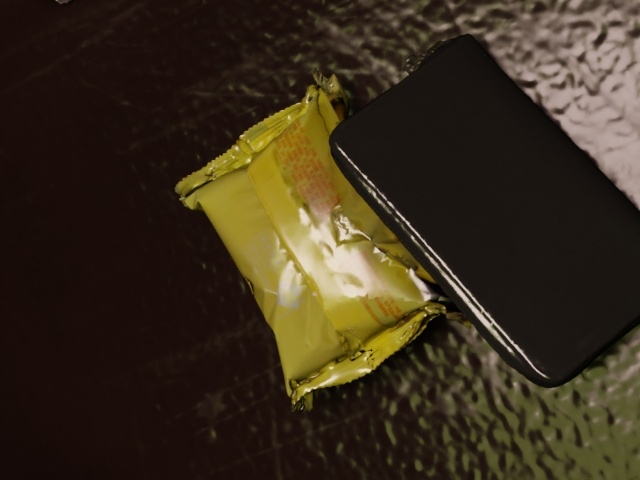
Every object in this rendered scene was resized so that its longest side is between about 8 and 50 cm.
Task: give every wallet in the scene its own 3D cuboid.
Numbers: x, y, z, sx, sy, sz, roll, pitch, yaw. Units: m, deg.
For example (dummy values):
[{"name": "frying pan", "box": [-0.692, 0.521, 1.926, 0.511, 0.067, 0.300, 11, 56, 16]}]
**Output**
[{"name": "wallet", "box": [0.121, -0.025, 0.768, 0.149, 0.044, 0.250, -38, 75, -17]}]

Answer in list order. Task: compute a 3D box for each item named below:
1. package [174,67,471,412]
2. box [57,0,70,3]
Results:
[{"name": "package", "box": [0.000, 0.000, 0.824, 0.168, 0.090, 0.226, -33, 76, 16]}, {"name": "box", "box": [-0.210, -0.317, 0.922, 0.135, 0.081, 0.199, -22, 83, 21]}]
